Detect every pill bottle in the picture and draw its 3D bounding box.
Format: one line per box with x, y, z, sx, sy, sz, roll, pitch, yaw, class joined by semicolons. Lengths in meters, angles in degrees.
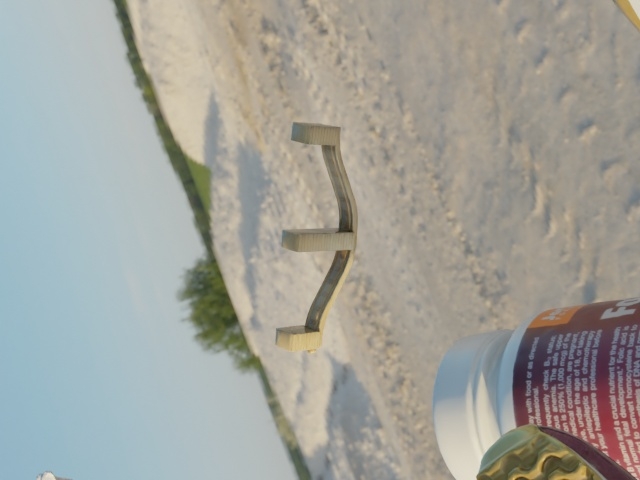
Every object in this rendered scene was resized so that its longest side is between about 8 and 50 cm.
0.329;0.171;1.085;0.392;0.224;0.224;-13;100;42;pill bottle

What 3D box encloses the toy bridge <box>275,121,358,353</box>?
0.000;0.000;0.834;0.026;0.063;0.188;15;104;49;toy bridge

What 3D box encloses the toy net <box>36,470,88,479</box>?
-0.172;0.258;0.882;0.232;0.045;0.122;17;131;51;toy net

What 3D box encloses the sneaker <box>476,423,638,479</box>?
0.121;0.137;0.336;0.185;0.069;0.084;55;-151;16;sneaker

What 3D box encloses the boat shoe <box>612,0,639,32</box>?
0.217;-0.218;0.699;0.277;0.096;0.098;51;-153;13;boat shoe
